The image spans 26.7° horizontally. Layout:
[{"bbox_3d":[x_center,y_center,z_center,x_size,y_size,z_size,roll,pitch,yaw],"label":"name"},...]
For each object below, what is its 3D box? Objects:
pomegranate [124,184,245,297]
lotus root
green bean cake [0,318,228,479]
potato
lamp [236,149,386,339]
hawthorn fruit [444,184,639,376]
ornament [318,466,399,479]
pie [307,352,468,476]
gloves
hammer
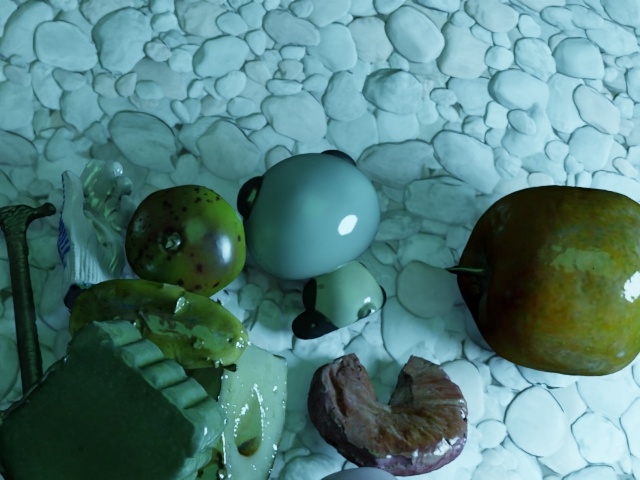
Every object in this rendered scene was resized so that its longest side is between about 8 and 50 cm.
[{"bbox_3d":[-0.172,-0.001,1.791,0.159,0.159,0.205,43,18,6],"label":"pomegranate"},{"bbox_3d":[-0.157,0.242,1.711,0.210,0.142,0.314,5,62,30],"label":"lotus root"},{"bbox_3d":[-0.247,0.227,1.549,0.222,0.125,0.227,40,97,7],"label":"green bean cake"},{"bbox_3d":[-0.199,0.107,1.648,0.226,0.090,0.117,9,70,5],"label":"potato"},{"bbox_3d":[0.000,0.000,1.847,0.198,0.198,0.243,-23,94,-24],"label":"lamp"},{"bbox_3d":[0.316,0.049,1.868,0.301,0.267,0.267,11,63,-7],"label":"hawthorn fruit"},{"bbox_3d":[0.041,0.373,1.676,0.178,0.177,0.177,6,64,-13],"label":"ornament"},{"bbox_3d":[0.095,0.226,1.794,0.219,0.054,0.204,-4,42,-23],"label":"pie"},{"bbox_3d":[-0.306,-0.010,1.796,0.119,0.097,0.229,38,49,-44],"label":"gloves"},{"bbox_3d":[-0.388,0.092,1.759,0.125,0.027,0.297,-11,72,-3],"label":"hammer"}]
